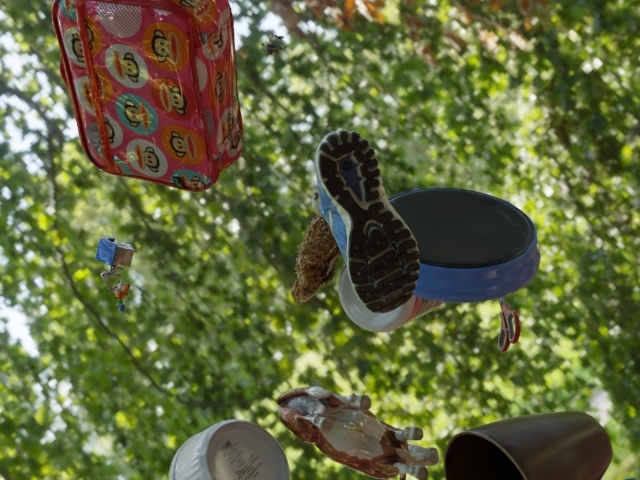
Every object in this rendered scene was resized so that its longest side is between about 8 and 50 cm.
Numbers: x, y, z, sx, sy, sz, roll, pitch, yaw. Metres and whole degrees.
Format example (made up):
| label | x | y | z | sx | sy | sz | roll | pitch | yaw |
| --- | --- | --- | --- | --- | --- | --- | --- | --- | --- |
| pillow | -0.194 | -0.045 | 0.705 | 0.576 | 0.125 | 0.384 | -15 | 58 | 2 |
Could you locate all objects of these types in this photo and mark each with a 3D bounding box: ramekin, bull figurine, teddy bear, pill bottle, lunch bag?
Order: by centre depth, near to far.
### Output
| label | x | y | z | sx | sy | sz | roll | pitch | yaw |
| --- | --- | --- | --- | --- | --- | --- | --- | --- | --- |
| lunch bag | -0.242 | -0.220 | 1.312 | 0.120 | 0.258 | 0.293 | -55 | -29 | -45 |
| bull figurine | 0.076 | 0.323 | 1.586 | 0.188 | 0.310 | 0.101 | -28 | 40 | 63 |
| ramekin | -0.150 | 0.413 | 1.704 | 0.207 | 0.207 | 0.109 | -28 | -14 | -47 |
| teddy bear | 0.000 | 0.000 | 2.369 | 0.245 | 0.113 | 0.338 | -49 | -18 | -40 |
| pill bottle | 0.217 | 0.097 | 2.488 | 0.210 | 0.210 | 0.363 | -49 | -17 | 29 |

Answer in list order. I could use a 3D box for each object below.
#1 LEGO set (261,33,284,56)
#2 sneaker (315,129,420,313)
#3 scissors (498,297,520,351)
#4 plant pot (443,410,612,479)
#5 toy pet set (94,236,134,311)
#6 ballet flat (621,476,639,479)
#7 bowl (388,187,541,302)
| label | x | y | z | sx | sy | sz | roll | pitch | yaw |
| --- | --- | --- | --- | --- | --- | --- | --- | --- | --- |
| LEGO set | -0.111 | -0.447 | 2.260 | 0.054 | 0.023 | 0.083 | -1 | -21 | -4 |
| sneaker | 0.075 | -0.034 | 1.673 | 0.130 | 0.330 | 0.147 | -18 | 11 | -6 |
| scissors | 0.505 | 0.176 | 2.655 | 0.297 | 0.021 | 0.109 | -85 | 13 | -45 |
| plant pot | 0.357 | 0.368 | 1.585 | 0.230 | 0.215 | 0.215 | -20 | -22 | -30 |
| toy pet set | -0.392 | 0.058 | 1.821 | 0.122 | 0.065 | 0.114 | -141 | 66 | -66 |
| ballet flat | 0.628 | 0.519 | 1.745 | 0.077 | 0.231 | 0.077 | -48 | -38 | -3 |
| bowl | 0.283 | -0.004 | 2.120 | 0.391 | 0.391 | 0.077 | -30 | -48 | -42 |
